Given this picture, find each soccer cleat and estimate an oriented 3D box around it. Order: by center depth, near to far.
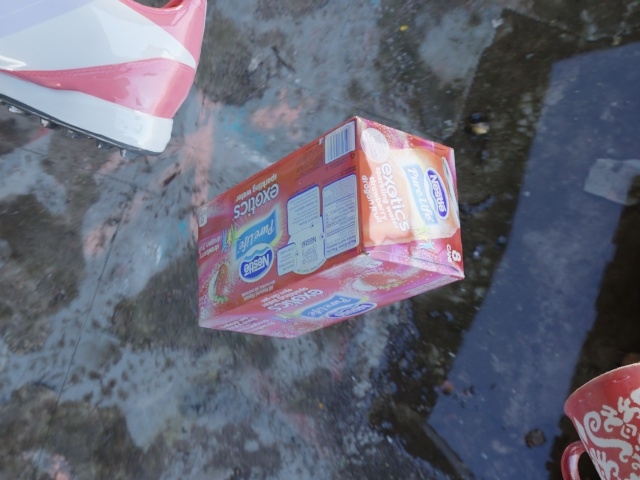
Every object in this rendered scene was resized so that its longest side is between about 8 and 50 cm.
[{"bbox_3d":[-0.219,-0.154,0.571,0.318,0.108,0.116,22,95,-24],"label":"soccer cleat"}]

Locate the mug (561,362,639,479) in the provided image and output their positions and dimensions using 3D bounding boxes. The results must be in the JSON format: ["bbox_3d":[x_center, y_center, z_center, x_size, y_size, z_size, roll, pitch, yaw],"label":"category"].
[{"bbox_3d":[0.320,0.228,0.964,0.113,0.150,0.169,-10,55,-12],"label":"mug"}]

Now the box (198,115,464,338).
[{"bbox_3d":[0.000,0.000,0.919,0.122,0.257,0.128,14,65,-36],"label":"box"}]
